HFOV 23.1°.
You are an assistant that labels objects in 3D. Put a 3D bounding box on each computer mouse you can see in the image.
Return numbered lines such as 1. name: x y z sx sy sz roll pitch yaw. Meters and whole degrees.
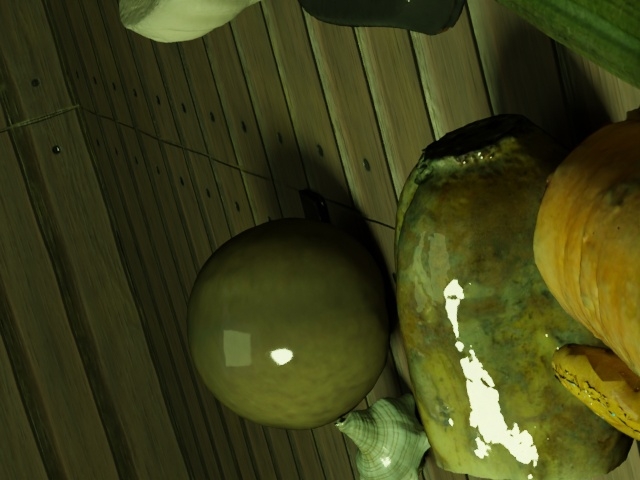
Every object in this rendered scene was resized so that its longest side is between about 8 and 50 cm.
1. computer mouse: 0.066 -0.316 1.691 0.323 0.116 0.183 20 127 59

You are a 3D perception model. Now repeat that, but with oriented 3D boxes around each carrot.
1. carrot: 0.312 0.029 1.169 0.341 0.224 0.224 35 141 60

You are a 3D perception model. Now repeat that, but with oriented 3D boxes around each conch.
1. conch: 0.111 0.290 2.237 0.114 0.137 0.234 30 154 23

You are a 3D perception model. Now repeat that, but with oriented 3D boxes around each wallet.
1. wallet: 0.000 0.000 2.376 0.082 0.018 0.156 25 133 66

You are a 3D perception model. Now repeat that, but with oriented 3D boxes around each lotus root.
1. lotus root: 0.187 0.050 1.544 0.250 0.250 0.346 30 136 63

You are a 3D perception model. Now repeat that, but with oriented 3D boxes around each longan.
1. longan: -0.040 0.120 2.207 0.319 0.319 0.319 55 157 37

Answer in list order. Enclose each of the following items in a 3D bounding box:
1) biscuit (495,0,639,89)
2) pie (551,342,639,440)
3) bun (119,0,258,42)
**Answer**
1. biscuit: 0.240 -0.211 1.427 0.322 0.038 0.099 47 148 51
2. pie: 0.316 0.167 1.343 0.273 0.069 0.273 36 -172 -6
3. bun: -0.152 -0.382 2.195 0.263 0.175 0.263 -44 34 40
